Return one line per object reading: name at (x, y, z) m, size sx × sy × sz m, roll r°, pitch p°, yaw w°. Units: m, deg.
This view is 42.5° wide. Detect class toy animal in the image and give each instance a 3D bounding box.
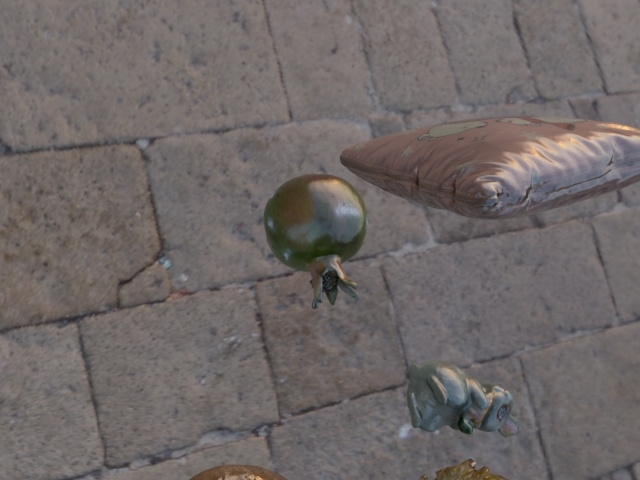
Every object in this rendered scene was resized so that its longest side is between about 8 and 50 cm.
toy animal at (0.256, 0.265, 1.375) m, size 0.236 × 0.108 × 0.138 m, roll 7°, pitch 44°, yaw -30°

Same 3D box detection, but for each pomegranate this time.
pomegranate at (0.000, 0.000, 1.376) m, size 0.181 × 0.181 × 0.224 m, roll -5°, pitch 64°, yaw -27°

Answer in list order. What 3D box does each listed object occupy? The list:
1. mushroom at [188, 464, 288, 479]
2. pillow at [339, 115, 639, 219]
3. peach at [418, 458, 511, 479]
mushroom at (-0.144, 0.528, 1.412) m, size 0.297 × 0.163 × 0.278 m, roll -4°, pitch 88°, yaw -14°
pillow at (0.167, -0.072, 0.758) m, size 0.223 × 0.236 × 0.084 m, roll -11°, pitch 106°, yaw -28°
peach at (0.208, 0.512, 1.104) m, size 0.353 × 0.339 × 0.417 m, roll -7°, pitch 115°, yaw -3°
